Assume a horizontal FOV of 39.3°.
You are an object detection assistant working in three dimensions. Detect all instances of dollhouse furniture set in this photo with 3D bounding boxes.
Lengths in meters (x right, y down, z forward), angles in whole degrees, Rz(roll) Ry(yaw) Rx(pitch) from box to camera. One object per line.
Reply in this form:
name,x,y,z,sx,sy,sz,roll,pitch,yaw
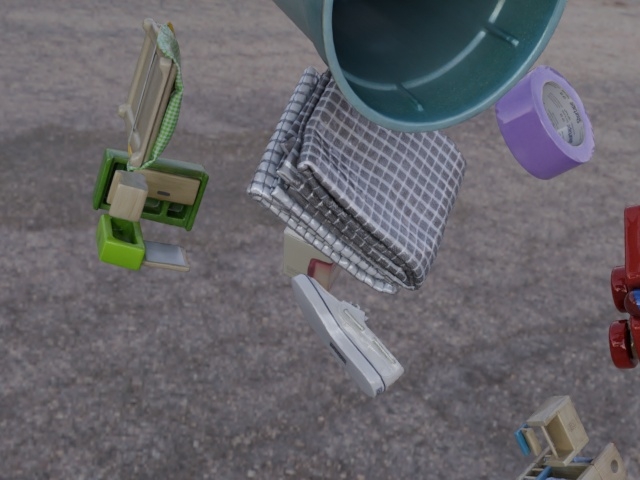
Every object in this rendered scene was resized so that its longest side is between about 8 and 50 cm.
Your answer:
dollhouse furniture set,-0.196,-0.127,1.222,0.151,0.301,0.197,11,25,-24
dollhouse furniture set,0.384,0.337,1.457,0.129,0.183,0.129,-32,10,-37

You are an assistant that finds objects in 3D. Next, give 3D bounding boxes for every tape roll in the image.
tape roll,0.399,-0.208,1.588,0.080,0.189,0.189,-29,-7,41

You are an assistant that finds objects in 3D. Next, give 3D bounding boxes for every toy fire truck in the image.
toy fire truck,0.633,0.112,1.735,0.169,0.302,0.254,-8,-34,32

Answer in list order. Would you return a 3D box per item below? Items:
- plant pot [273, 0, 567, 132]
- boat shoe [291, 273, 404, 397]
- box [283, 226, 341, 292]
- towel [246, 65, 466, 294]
plant pot,0.074,-0.360,1.120,0.341,0.341,0.334,-5,34,-32
boat shoe,0.049,0.158,1.642,0.088,0.096,0.267,-32,67,-19
box,0.000,0.000,2.103,0.127,0.232,0.148,26,66,9
towel,0.066,-0.093,1.247,0.284,0.235,0.121,39,-32,-25
